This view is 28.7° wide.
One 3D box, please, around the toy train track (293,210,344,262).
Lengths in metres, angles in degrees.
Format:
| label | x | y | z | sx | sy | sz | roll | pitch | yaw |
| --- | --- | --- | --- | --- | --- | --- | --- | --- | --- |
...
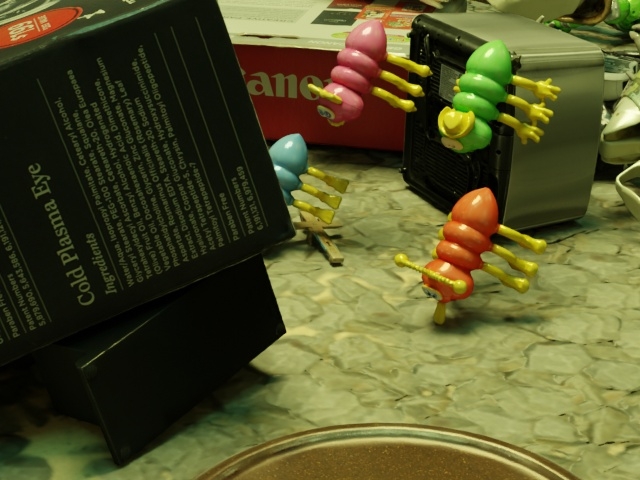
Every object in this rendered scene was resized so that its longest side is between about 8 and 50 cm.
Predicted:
| label | x | y | z | sx | sy | sz | roll | pitch | yaw |
| --- | --- | --- | --- | --- | --- | --- | --- | --- | --- |
| toy train track | 0.000 | 0.000 | 1.049 | 0.048 | 0.014 | 0.083 | -2 | 28 | -22 |

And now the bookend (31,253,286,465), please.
| label | x | y | z | sx | sy | sz | roll | pitch | yaw |
| --- | --- | --- | --- | --- | --- | --- | --- | --- | --- |
| bookend | -0.136 | 0.061 | 0.835 | 0.156 | 0.072 | 0.157 | 7 | 33 | 42 |

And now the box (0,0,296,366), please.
| label | x | y | z | sx | sy | sz | roll | pitch | yaw |
| --- | --- | --- | --- | --- | --- | --- | --- | --- | --- |
| box | -0.234 | -0.063 | 0.862 | 0.312 | 0.179 | 0.343 | -25 | 25 | -14 |

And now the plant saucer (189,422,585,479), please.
| label | x | y | z | sx | sy | sz | roll | pitch | yaw |
| --- | --- | --- | --- | --- | --- | --- | --- | --- | --- |
| plant saucer | 0.036 | 0.172 | 0.615 | 0.311 | 0.050 | 0.310 | 1 | 23 | 0 |

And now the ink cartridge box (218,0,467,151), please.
| label | x | y | z | sx | sy | sz | roll | pitch | yaw |
| --- | --- | --- | --- | --- | --- | --- | --- | --- | --- |
| ink cartridge box | -0.022 | -0.180 | 1.311 | 0.309 | 0.130 | 0.272 | 6 | 24 | 15 |

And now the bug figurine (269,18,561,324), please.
| label | x | y | z | sx | sy | sz | roll | pitch | yaw |
| --- | --- | --- | --- | --- | --- | --- | --- | --- | --- |
| bug figurine | 0.052 | -0.064 | 0.976 | 0.279 | 0.216 | 0.072 | 19 | -5 | 38 |

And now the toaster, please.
| label | x | y | z | sx | sy | sz | roll | pitch | yaw |
| --- | --- | --- | --- | --- | --- | --- | --- | --- | --- |
| toaster | 0.157 | -0.105 | 1.095 | 0.110 | 0.168 | 0.186 | -9 | 25 | -23 |

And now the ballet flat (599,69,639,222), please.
| label | x | y | z | sx | sy | sz | roll | pitch | yaw |
| --- | --- | --- | --- | --- | --- | --- | --- | --- | --- |
| ballet flat | 0.285 | -0.067 | 1.067 | 0.079 | 0.077 | 0.221 | -15 | 48 | 3 |

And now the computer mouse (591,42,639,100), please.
| label | x | y | z | sx | sy | sz | roll | pitch | yaw |
| --- | --- | --- | --- | --- | --- | --- | --- | --- | --- |
| computer mouse | 0.331 | -0.191 | 1.453 | 0.106 | 0.042 | 0.193 | 14 | 21 | 19 |

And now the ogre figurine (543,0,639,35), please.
| label | x | y | z | sx | sy | sz | roll | pitch | yaw |
| --- | --- | --- | --- | --- | --- | --- | --- | --- | --- |
| ogre figurine | 0.410 | -0.312 | 1.671 | 0.197 | 0.096 | 0.118 | 7 | 2 | -22 |

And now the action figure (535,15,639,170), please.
| label | x | y | z | sx | sy | sz | roll | pitch | yaw |
| --- | --- | --- | --- | --- | --- | --- | --- | --- | --- |
| action figure | 0.259 | -0.153 | 1.244 | 0.164 | 0.141 | 0.276 | 3 | 19 | -23 |

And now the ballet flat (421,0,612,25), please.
| label | x | y | z | sx | sy | sz | roll | pitch | yaw |
| --- | --- | --- | --- | --- | --- | --- | --- | --- | --- |
| ballet flat | 0.159 | -0.283 | 1.291 | 0.342 | 0.116 | 0.124 | 9 | 44 | -21 |
